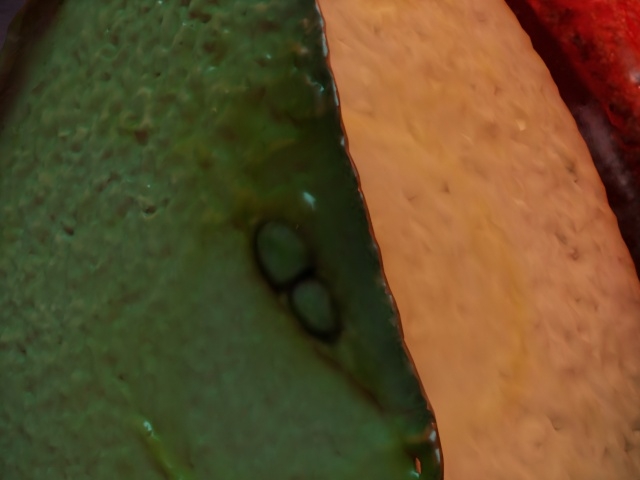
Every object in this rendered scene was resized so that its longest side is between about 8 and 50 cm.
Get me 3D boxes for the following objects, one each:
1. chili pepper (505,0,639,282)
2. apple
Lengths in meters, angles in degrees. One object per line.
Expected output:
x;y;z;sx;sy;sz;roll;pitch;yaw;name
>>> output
0.147;-0.072;0.687;0.144;0.253;0.136;-28;6;-18;chili pepper
-0.002;0.013;0.501;0.254;0.346;0.179;-11;-20;-14;apple
